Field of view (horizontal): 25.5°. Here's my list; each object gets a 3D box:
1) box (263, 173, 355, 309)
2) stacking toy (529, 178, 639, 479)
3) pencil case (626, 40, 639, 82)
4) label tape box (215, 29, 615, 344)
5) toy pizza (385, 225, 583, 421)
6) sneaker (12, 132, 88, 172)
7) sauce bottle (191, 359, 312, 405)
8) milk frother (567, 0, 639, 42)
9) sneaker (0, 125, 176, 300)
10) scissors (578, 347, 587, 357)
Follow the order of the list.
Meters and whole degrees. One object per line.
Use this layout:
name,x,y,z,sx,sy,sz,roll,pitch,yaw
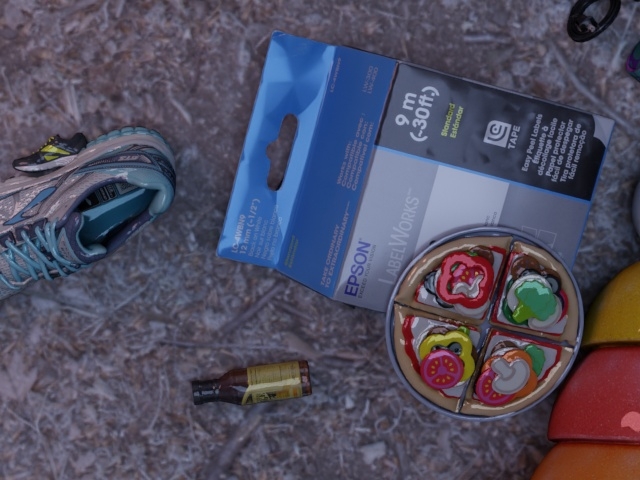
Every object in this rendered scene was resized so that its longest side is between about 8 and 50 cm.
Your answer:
box,0.000,0.000,1.507,0.137,0.027,0.094,29,95,-7
stacking toy,0.378,0.136,1.448,0.351,0.350,0.480,9,80,-5
pencil case,0.399,-0.159,1.493,0.152,0.064,0.070,39,110,-8
label tape box,0.093,-0.050,1.436,0.348,0.115,0.249,14,98,-11
toy pizza,0.165,0.086,1.398,0.201,0.032,0.201,-1,102,-6
sneaker,-0.282,-0.092,1.479,0.083,0.031,0.035,-12,92,-11
sauce bottle,-0.074,0.156,1.517,0.128,0.042,0.042,-8,98,0
milk frother,0.277,-0.293,1.435,0.135,0.129,0.143,41,87,-11
sneaker,-0.271,-0.013,1.426,0.283,0.122,0.110,-33,120,2
scissors,0.219,0.003,1.528,0.109,0.021,0.297,-12,99,-4
